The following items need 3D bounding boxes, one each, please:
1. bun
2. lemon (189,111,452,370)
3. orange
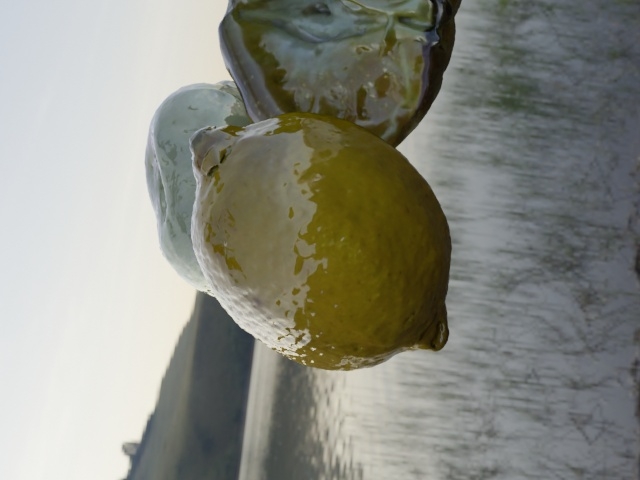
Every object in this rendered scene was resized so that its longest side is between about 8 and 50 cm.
[{"bbox_3d":[-0.074,-0.077,1.264,0.213,0.361,0.361,-44,31,42],"label":"bun"},{"bbox_3d":[0.000,0.000,0.726,0.188,0.257,0.188,-47,4,4],"label":"lemon"},{"bbox_3d":[0.027,-0.273,1.048,0.210,0.271,0.368,-49,-34,-68],"label":"orange"}]
